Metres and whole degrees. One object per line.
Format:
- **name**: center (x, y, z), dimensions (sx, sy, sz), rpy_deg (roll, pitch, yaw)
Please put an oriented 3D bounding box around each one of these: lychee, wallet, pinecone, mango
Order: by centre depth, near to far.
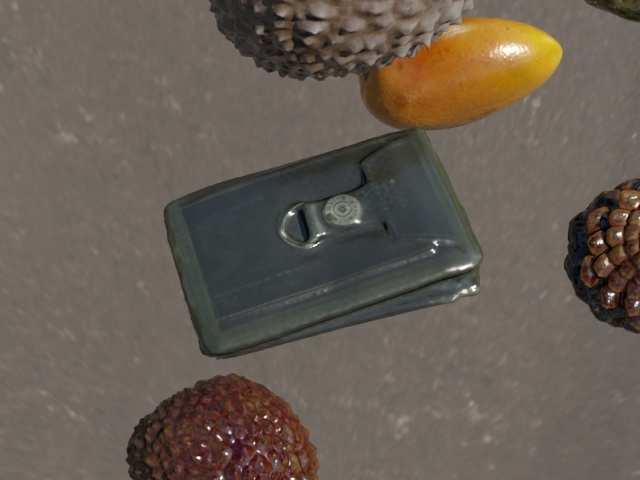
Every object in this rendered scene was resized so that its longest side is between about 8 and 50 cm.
- **wallet**: center (0.000, 0.000, 1.333), dimensions (0.245, 0.052, 0.168), rpy_deg (-16, 62, -7)
- **lychee**: center (0.019, -0.283, 1.410), dimensions (0.300, 0.300, 0.300), rpy_deg (0, 77, -1)
- **pinecone**: center (0.327, 0.016, 1.624), dimensions (0.174, 0.173, 0.173), rpy_deg (0, 77, -1)
- **lychee**: center (-0.094, 0.236, 1.647), dimensions (0.188, 0.188, 0.188), rpy_deg (0, 77, -1)
- **mango**: center (0.147, -0.173, 1.672), dimensions (0.217, 0.141, 0.102), rpy_deg (-11, 45, 11)

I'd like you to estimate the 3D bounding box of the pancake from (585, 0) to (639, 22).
- **pancake**: center (0.154, -0.146, 0.731), dimensions (0.130, 0.116, 0.022), rpy_deg (18, 45, 21)
